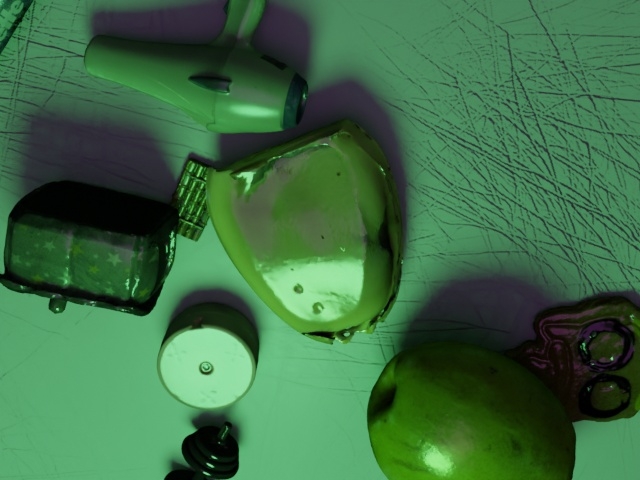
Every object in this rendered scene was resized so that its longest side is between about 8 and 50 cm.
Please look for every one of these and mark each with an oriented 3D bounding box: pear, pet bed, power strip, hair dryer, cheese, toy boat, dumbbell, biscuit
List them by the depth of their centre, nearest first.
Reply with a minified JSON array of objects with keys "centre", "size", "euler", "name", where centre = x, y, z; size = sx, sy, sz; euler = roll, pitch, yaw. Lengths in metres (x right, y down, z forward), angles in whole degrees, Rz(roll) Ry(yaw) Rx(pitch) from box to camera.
[{"centre":[-0.173,-0.282,1.205],"size":[0.295,0.119,0.298],"euler":[-6,95,9],"name":"hair dryer"},{"centre":[-0.317,0.026,1.262],"size":[0.210,0.183,0.159],"euler":[13,109,2],"name":"pet bed"},{"centre":[0.000,0.000,1.281],"size":[0.259,0.128,0.316],"euler":[-21,102,13],"name":"cheese"},{"centre":[0.217,0.273,1.311],"size":[0.307,0.253,0.253],"euler":[19,111,-18],"name":"pear"},{"centre":[-0.185,-0.058,1.319],"size":[0.063,0.016,0.115],"euler":[24,111,-6],"name":"toy boat"},{"centre":[-0.169,0.179,1.377],"size":[0.154,0.078,0.154],"euler":[0,113,-1],"name":"power strip"},{"centre":[0.420,0.186,1.378],"size":[0.290,0.041,0.208],"euler":[-5,110,4],"name":"biscuit"},{"centre":[-0.191,0.371,1.442],"size":[0.099,0.099,0.208],"euler":[26,110,-8],"name":"dumbbell"}]

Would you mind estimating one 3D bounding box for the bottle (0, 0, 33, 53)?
[{"centre":[-0.401,-0.355,1.171],"size":[0.093,0.093,0.330],"euler":[35,109,-11],"name":"bottle"}]
